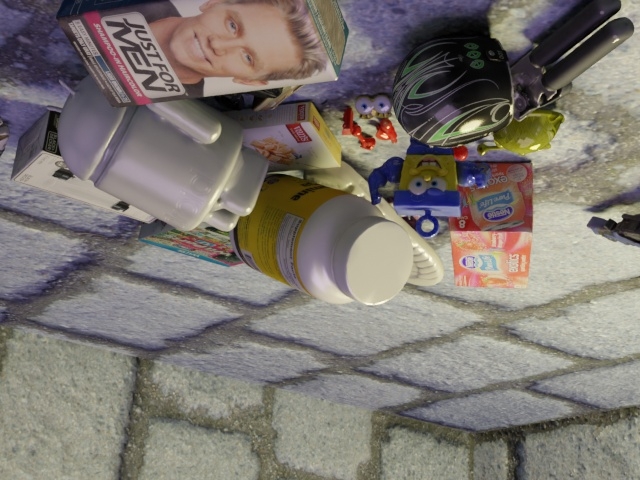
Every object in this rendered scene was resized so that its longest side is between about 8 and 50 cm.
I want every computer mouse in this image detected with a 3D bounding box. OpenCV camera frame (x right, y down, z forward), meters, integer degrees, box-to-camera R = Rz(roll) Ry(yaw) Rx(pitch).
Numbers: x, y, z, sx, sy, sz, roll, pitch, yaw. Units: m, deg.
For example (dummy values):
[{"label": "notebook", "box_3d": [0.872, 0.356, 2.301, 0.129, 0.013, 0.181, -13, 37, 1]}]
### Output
[{"label": "computer mouse", "box_3d": [-0.109, -0.235, 1.506, 0.071, 0.041, 0.242, 16, 172, -20]}]

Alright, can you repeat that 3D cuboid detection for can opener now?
[{"label": "can opener", "box_3d": [0.354, -0.261, 1.442, 0.095, 0.076, 0.283, -21, 171, -30]}]

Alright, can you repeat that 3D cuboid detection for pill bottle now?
[{"label": "pill bottle", "box_3d": [0.000, 0.000, 1.729, 0.188, 0.188, 0.334, 23, 178, -39]}]

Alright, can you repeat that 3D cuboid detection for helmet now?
[{"label": "helmet", "box_3d": [0.184, -0.214, 1.440, 0.161, 0.169, 0.169, -12, 158, -2]}]

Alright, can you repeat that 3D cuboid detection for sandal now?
[{"label": "sandal", "box_3d": [0.130, -0.046, 1.942, 0.169, 0.102, 0.416, 8, 152, 42]}]

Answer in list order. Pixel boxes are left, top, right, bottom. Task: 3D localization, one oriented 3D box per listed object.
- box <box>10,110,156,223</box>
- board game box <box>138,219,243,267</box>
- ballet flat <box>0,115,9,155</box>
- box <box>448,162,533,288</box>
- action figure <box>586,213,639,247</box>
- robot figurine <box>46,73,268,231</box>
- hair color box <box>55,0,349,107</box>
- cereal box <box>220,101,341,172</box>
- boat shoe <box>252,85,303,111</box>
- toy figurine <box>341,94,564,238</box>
[{"label": "box", "box_3d": [-0.402, -0.131, 1.857, 0.290, 0.087, 0.169, 18, 154, -30]}, {"label": "board game box", "box_3d": [-0.197, -0.033, 1.999, 0.224, 0.098, 0.303, 18, 164, -30]}, {"label": "ballet flat", "box_3d": [-0.586, -0.195, 1.771, 0.070, 0.070, 0.188, 2, 161, 6]}, {"label": "box", "box_3d": [0.325, -0.023, 1.913, 0.154, 0.142, 0.300, 1, 158, 9]}, {"label": "action figure", "box_3d": [0.697, -0.027, 1.894, 0.341, 0.179, 0.330, 21, 168, 44]}, {"label": "robot figurine", "box_3d": [-0.262, -0.148, 1.588, 0.353, 0.200, 0.300, 27, 146, -16]}, {"label": "hair color box", "box_3d": [-0.155, -0.289, 1.339, 0.347, 0.105, 0.174, -5, 140, 20]}, {"label": "cereal box", "box_3d": [-0.101, -0.172, 1.748, 0.240, 0.047, 0.173, -4, 157, 20]}, {"label": "boat shoe", "box_3d": [-0.057, -0.240, 1.565, 0.048, 0.056, 0.153, 21, 146, -26]}, {"label": "toy figurine", "box_3d": [0.209, -0.097, 1.642, 0.362, 0.217, 0.191, 3, 159, 9]}]
